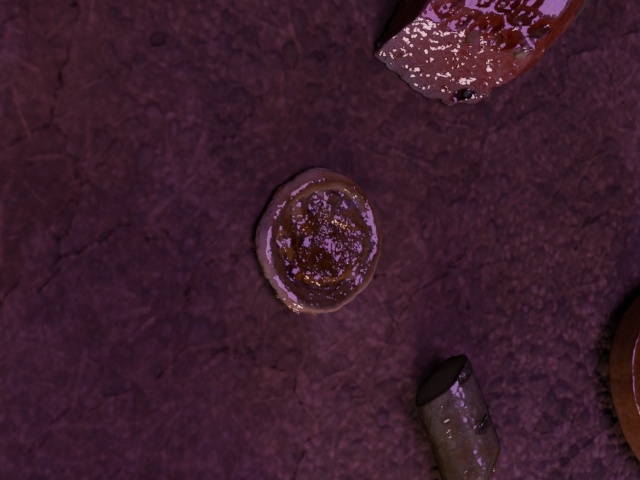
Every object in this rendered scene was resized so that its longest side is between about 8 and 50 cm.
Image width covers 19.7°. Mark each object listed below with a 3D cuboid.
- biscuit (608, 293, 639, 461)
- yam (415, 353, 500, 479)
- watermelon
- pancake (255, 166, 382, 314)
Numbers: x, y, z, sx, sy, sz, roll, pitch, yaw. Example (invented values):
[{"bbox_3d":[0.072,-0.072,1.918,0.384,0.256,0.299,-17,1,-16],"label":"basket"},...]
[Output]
[{"bbox_3d":[0.416,0.145,1.986,0.257,0.049,0.273,-51,121,-24],"label":"biscuit"},{"bbox_3d":[0.138,0.186,1.781,0.070,0.070,0.146,-30,109,-30],"label":"yam"},{"bbox_3d":[0.168,-0.236,1.751,0.256,0.140,0.193,-47,110,-14],"label":"watermelon"},{"bbox_3d":[0.000,0.000,1.695,0.139,0.022,0.139,-3,95,-35],"label":"pancake"}]
